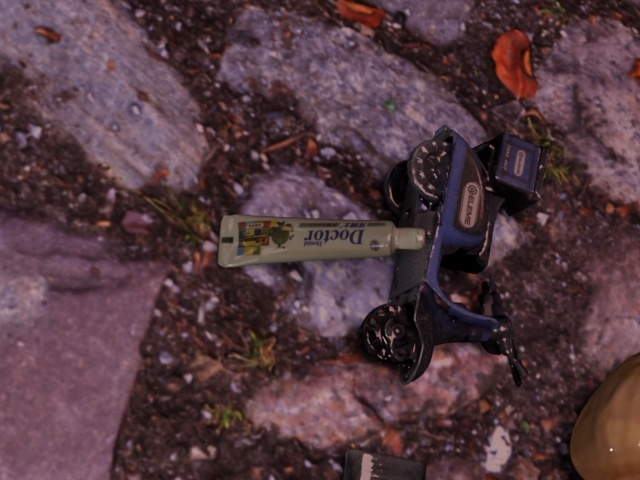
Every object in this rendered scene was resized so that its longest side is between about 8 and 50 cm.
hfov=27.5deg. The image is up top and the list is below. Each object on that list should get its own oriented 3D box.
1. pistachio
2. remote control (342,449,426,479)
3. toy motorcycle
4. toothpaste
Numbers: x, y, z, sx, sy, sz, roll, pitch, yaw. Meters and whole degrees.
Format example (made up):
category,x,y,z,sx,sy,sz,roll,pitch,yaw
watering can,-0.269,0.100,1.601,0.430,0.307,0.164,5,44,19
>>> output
category,x,y,z,sx,sy,sz,roll,pitch,yaw
pistachio,0.410,0.237,1.670,0.157,0.157,0.229,40,51,-5
remote control,0.060,0.437,1.517,0.107,0.044,0.378,11,69,-13
toy motorcycle,0.174,0.022,1.653,0.212,0.125,0.359,20,69,-16
toothpaste,0.000,0.000,1.588,0.255,0.037,0.067,0,75,10
